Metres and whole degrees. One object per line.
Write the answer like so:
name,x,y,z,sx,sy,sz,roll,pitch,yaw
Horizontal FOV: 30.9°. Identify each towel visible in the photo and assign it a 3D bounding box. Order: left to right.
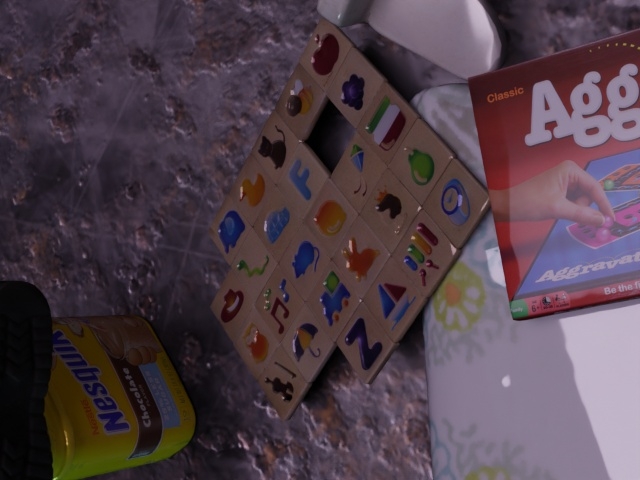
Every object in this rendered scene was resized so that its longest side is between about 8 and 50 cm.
towel,0.234,0.047,0.666,0.374,0.090,0.321,-6,82,28

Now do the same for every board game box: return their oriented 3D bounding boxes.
board game box,0.224,-0.054,0.610,0.281,0.027,0.145,-14,78,25

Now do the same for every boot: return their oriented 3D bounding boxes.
boot,-0.242,0.126,0.738,0.137,0.077,0.198,-3,73,33

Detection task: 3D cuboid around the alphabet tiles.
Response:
alphabet tiles,0.000,0.000,0.788,0.198,0.009,0.237,53,126,34

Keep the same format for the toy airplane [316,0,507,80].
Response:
toy airplane,0.104,-0.295,0.675,0.384,0.272,0.386,-11,116,40

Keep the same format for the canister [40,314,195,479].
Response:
canister,-0.177,0.112,0.834,0.073,0.170,0.126,-38,72,22
